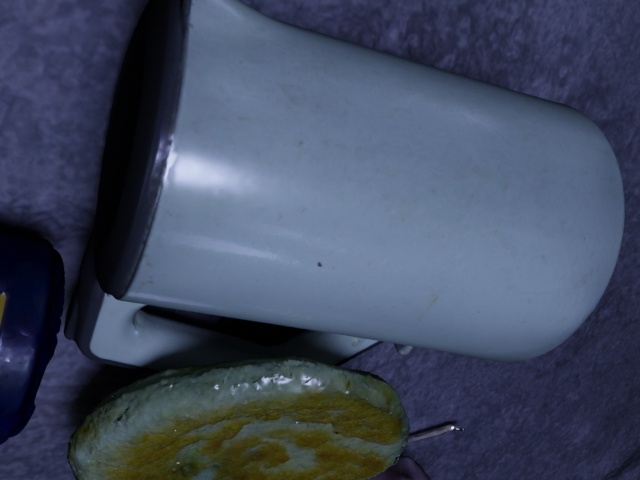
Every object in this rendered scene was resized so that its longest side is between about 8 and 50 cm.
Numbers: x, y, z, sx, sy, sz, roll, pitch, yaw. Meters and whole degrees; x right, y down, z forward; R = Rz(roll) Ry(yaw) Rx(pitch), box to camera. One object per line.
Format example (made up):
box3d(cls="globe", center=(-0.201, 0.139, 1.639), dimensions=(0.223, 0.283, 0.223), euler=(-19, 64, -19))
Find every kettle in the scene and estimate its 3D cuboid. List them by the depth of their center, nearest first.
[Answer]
box3d(cls="kettle", center=(0.000, 0.000, 0.533), dimensions=(0.376, 0.250, 0.361), euler=(11, 127, -27))

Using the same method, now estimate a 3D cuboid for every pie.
box3d(cls="pie", center=(-0.060, 0.191, 0.578), dimensions=(0.323, 0.070, 0.323), euler=(-7, 140, -6))

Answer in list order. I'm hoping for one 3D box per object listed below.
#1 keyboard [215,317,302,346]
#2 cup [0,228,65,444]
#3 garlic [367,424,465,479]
box3d(cls="keyboard", center=(-0.101, 0.163, 0.673), dimensions=(0.103, 0.041, 0.381), euler=(27, 94, -32))
box3d(cls="cup", center=(-0.308, 0.021, 0.399), dimensions=(0.256, 0.178, 0.255), euler=(15, 127, -32))
box3d(cls="garlic", center=(0.099, 0.361, 0.816), dimensions=(0.256, 0.207, 0.207), euler=(-38, 133, -47))
